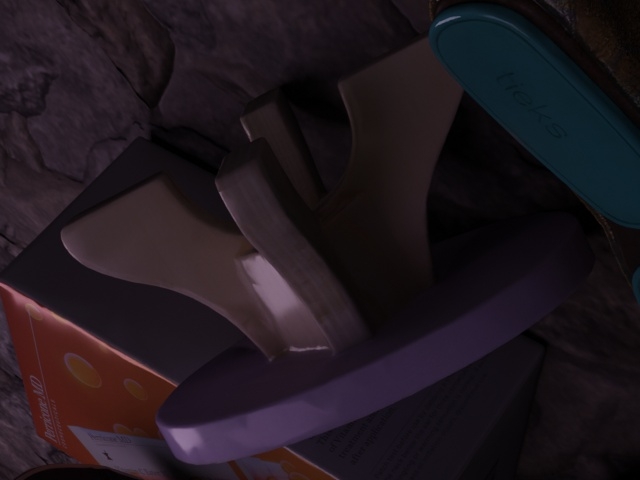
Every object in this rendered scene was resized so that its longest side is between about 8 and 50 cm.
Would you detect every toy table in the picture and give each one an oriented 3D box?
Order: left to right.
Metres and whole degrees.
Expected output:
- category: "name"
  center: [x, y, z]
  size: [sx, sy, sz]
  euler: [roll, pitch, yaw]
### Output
- category: "toy table"
  center: [0.000, 0.000, 0.838]
  size: [0.161, 0.274, 0.252]
  euler: [62, 176, -13]

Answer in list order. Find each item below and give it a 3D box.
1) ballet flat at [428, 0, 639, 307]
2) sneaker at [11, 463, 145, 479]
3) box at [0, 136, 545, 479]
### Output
- category: "ballet flat"
  center: [0.189, -0.028, 0.698]
  size: [0.348, 0.123, 0.123]
  euler: [48, 147, -21]
- category: "sneaker"
  center: [-0.075, 0.249, 0.978]
  size: [0.321, 0.126, 0.127]
  euler: [33, 153, -9]
- category: "box"
  center: [-0.038, 0.112, 1.046]
  size: [0.345, 0.168, 0.215]
  euler: [28, 146, 20]
